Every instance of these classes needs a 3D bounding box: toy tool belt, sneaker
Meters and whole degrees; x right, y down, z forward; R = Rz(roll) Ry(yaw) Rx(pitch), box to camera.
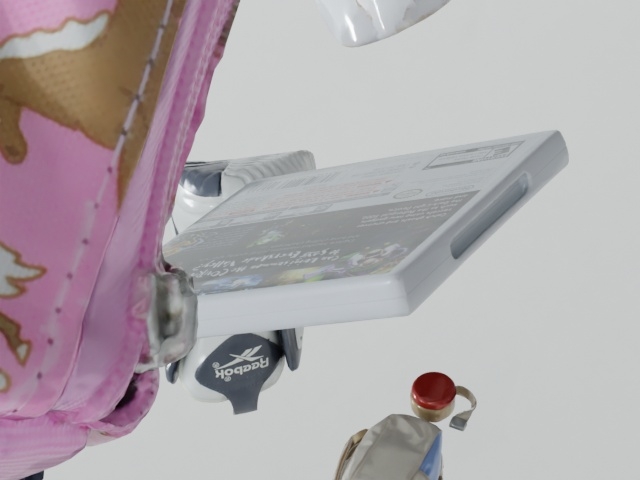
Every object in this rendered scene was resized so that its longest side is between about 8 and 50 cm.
[{"bbox_3d":[0.034,0.100,0.788,0.052,0.083,0.051,17,139,19],"label":"toy tool belt"},{"bbox_3d":[-0.048,0.029,1.125,0.235,0.094,0.153,164,100,-78],"label":"sneaker"}]

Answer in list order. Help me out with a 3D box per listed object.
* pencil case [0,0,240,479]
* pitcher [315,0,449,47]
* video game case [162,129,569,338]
[{"bbox_3d":[-0.072,-0.133,0.456,0.167,0.386,0.160,22,166,-26],"label":"pencil case"},{"bbox_3d":[-0.022,-0.211,0.834,0.207,0.125,0.177,41,-147,-41],"label":"pitcher"},{"bbox_3d":[0.000,0.000,0.886,0.173,0.190,0.022,-39,-65,-51],"label":"video game case"}]
